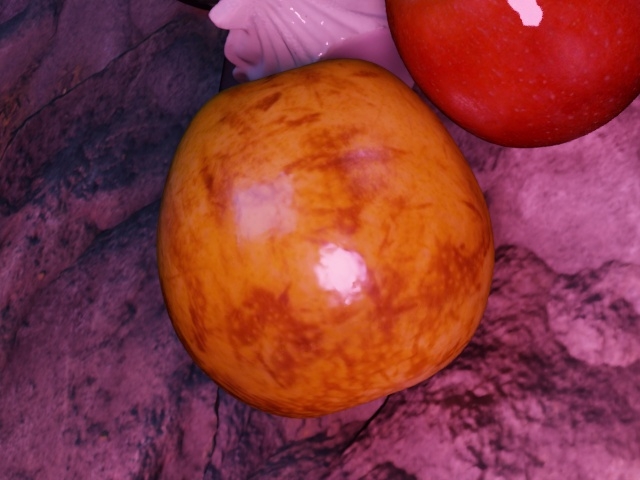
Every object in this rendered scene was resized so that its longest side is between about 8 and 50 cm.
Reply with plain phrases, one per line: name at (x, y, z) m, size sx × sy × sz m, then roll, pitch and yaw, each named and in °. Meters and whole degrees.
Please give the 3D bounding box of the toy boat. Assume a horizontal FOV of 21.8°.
toy boat at (0.020, -0.172, 1.417) m, size 0.199 × 0.290 × 0.100 m, roll -45°, pitch 66°, yaw 15°

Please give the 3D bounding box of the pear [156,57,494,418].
pear at (0.000, 0.000, 1.274) m, size 0.280 × 0.280 × 0.281 m, roll -28°, pitch 45°, yaw 32°

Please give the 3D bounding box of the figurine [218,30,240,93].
figurine at (-0.039, -0.152, 1.596) m, size 0.098 × 0.082 × 0.154 m, roll -9°, pitch 55°, yaw 28°

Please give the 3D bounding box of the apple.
apple at (0.161, -0.187, 1.300) m, size 0.218 × 0.201 × 0.218 m, roll -31°, pitch 47°, yaw 39°

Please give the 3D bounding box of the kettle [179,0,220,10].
kettle at (-0.086, -0.406, 1.734) m, size 0.250 × 0.207 × 0.271 m, roll 0°, pitch 55°, yaw 55°
